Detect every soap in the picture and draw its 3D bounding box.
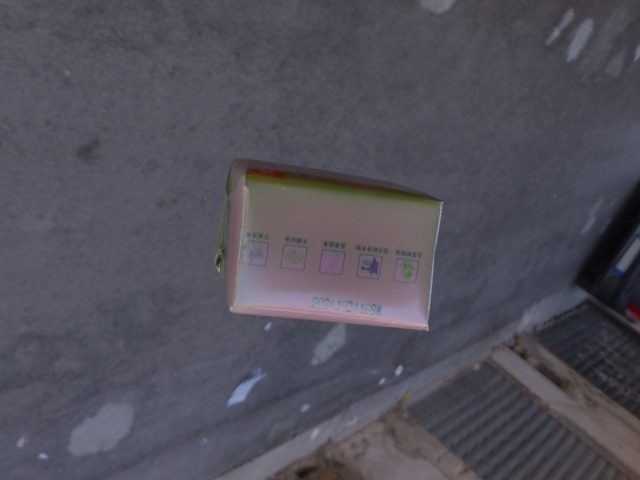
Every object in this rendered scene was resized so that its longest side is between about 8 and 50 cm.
[{"bbox_3d":[0.000,0.000,0.757,0.182,0.199,0.138,-136,-125,-75],"label":"soap"}]
